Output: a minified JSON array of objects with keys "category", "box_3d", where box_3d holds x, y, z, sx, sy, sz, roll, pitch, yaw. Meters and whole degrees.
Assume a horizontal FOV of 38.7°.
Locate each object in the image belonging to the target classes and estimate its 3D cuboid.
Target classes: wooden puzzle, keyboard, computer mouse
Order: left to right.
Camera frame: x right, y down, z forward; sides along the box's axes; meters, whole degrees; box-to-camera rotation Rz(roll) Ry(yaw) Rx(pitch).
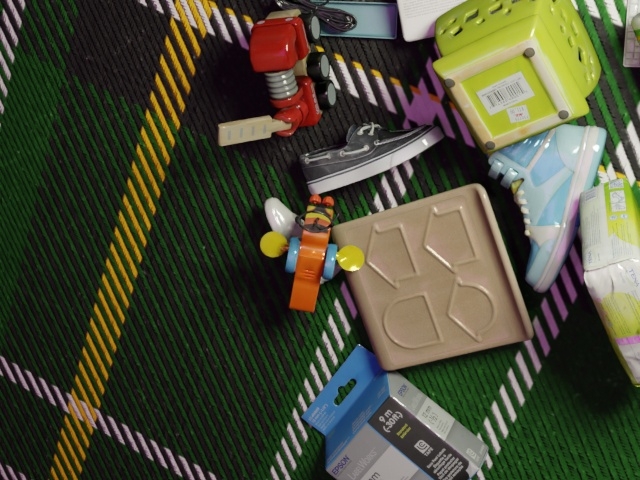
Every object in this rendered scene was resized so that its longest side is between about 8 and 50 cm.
[{"category":"computer mouse","box_3d":[0.009,-0.533,1.696,0.184,0.060,0.262,18,125,6]},{"category":"wooden puzzle","box_3d":[0.221,0.075,1.812,0.348,0.080,0.322,-16,98,29]},{"category":"keyboard","box_3d":[0.566,-0.426,1.562,0.072,0.014,0.256,5,107,20]}]

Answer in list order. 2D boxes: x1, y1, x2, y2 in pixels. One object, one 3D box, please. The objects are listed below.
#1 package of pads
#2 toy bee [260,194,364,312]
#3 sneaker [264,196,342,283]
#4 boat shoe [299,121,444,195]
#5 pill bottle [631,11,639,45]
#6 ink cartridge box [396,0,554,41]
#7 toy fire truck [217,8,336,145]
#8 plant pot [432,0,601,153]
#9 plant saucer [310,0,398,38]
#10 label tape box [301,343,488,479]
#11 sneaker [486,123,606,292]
[{"category":"package of pads","box_3d":[0.527,0.077,1.548,0.101,0.229,0.296,-18,123,25]},{"category":"toy bee","box_3d":[0.000,0.000,1.785,0.195,0.162,0.298,25,137,-16]},{"category":"sneaker","box_3d":[-0.030,-0.012,1.888,0.094,0.080,0.212,-30,103,19]},{"category":"boat shoe","box_3d":[0.091,-0.181,1.774,0.301,0.108,0.102,-19,99,32]},{"category":"pill bottle","box_3d":[0.623,-0.283,1.508,0.136,0.136,0.245,-22,102,25]},{"category":"ink cartridge box","box_3d":[0.272,-0.513,1.622,0.296,0.066,0.261,-7,103,23]},{"category":"toy fire truck","box_3d":[-0.093,-0.289,1.710,0.159,0.246,0.217,0,125,21]},{"category":"plant pot","box_3d":[0.327,-0.293,1.547,0.228,0.207,0.227,-21,118,31]},{"category":"plant saucer","box_3d":[0.058,-0.427,1.759,0.192,0.018,0.067,7,107,19]},{"category":"label tape box","box_3d":[0.138,0.426,1.922,0.348,0.115,0.249,38,115,5]},{"category":"sneaker","box_3d":[0.381,-0.077,1.677,0.208,0.127,0.319,18,101,14]}]
